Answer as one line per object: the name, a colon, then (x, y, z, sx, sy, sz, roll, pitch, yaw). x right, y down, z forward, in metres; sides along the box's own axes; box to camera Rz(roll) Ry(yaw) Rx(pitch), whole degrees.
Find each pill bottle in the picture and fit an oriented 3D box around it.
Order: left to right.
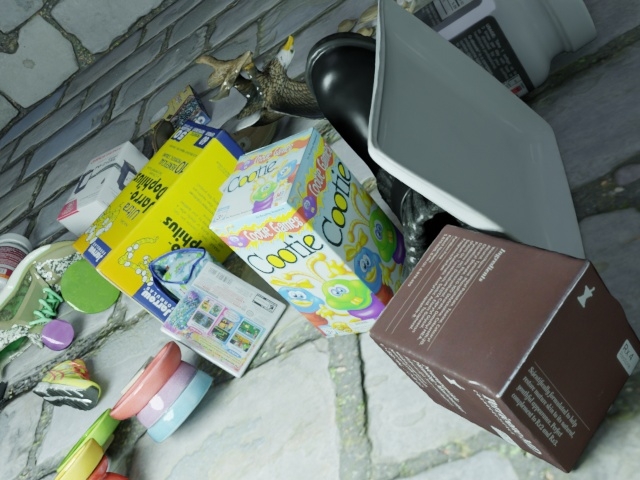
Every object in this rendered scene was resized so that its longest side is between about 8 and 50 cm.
pill bottle: (-0.868, 0.083, 1.990, 0.121, 0.121, 0.221, -32, 34, 16)
pill bottle: (0.240, -0.302, 1.178, 0.363, 0.210, 0.210, -30, 35, 19)

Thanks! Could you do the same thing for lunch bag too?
lunch bag: (-0.232, 0.082, 1.316, 0.151, 0.129, 0.096, 3, 54, 47)

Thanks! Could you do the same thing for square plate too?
square plate: (0.192, -0.125, 0.925, 0.049, 0.347, 0.344, -42, 28, 36)

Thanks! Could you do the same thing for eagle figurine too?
eagle figurine: (-0.077, -0.311, 1.505, 0.225, 0.298, 0.226, -45, 47, 25)

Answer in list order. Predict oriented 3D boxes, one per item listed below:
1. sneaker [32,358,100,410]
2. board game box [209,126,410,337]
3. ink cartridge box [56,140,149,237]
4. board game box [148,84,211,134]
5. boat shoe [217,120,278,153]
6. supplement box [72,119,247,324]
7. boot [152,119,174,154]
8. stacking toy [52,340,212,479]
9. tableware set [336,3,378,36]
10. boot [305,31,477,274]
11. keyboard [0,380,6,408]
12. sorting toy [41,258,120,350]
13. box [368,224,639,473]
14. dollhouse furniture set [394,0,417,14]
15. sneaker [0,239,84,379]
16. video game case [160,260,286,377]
sneaker: (-0.488, 0.272, 1.415, 0.209, 0.081, 0.094, -5, 46, 44)
board game box: (0.000, 0.000, 1.029, 0.144, 0.275, 0.142, -16, 42, 36)
ink cartridge box: (-0.580, -0.136, 1.953, 0.172, 0.100, 0.237, -18, 41, 32)
board game box: (-0.405, -0.343, 2.056, 0.165, 0.042, 0.243, -40, 33, 6)
boat shoe: (-0.209, -0.208, 1.645, 0.302, 0.098, 0.109, -53, 34, -14)
supplement box: (-0.287, -0.044, 1.454, 0.356, 0.195, 0.194, -51, 34, -10)
boot: (-0.374, -0.233, 1.868, 0.106, 0.082, 0.219, -15, 57, 20)
stacking toy: (-0.300, 0.324, 1.183, 0.309, 0.130, 0.279, -51, 7, -16)
tableware set: (0.082, -0.512, 1.755, 0.141, 0.020, 0.168, -9, 45, 38)
boot: (0.109, -0.103, 0.976, 0.131, 0.348, 0.260, -34, 29, 25)
keyboard: (-0.734, 0.394, 1.591, 0.108, 0.023, 0.180, -35, 34, 23)
sorting toy: (-0.513, 0.094, 1.654, 0.365, 0.127, 0.126, -62, 8, -22)
box: (0.200, 0.109, 0.793, 0.167, 0.168, 0.203, -52, 33, -13)
dollhouse furniture set: (0.196, -0.444, 1.428, 0.101, 0.161, 0.182, -53, 33, -14)
sneaker: (-0.680, 0.178, 1.720, 0.182, 0.158, 0.410, 39, 81, 26)
video game case: (-0.161, 0.129, 1.198, 0.157, 0.019, 0.143, 29, 70, 11)
